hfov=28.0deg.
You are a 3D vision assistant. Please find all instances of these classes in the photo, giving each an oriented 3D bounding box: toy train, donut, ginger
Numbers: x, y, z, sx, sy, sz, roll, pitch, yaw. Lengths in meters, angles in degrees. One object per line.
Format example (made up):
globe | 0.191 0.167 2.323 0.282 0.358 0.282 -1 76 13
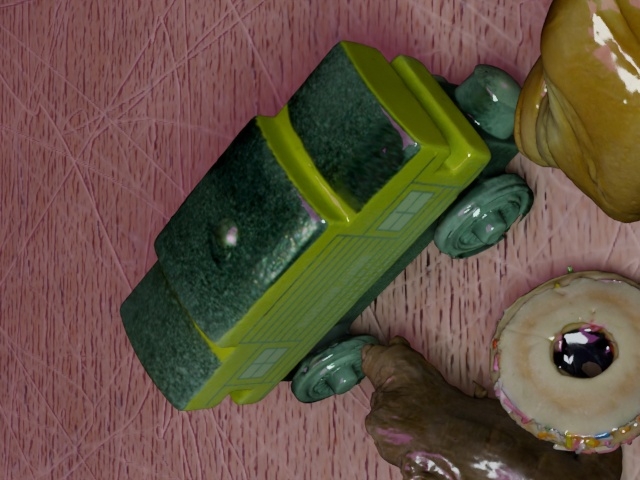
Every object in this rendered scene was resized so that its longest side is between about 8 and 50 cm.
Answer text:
toy train | 0.000 0.000 1.207 0.442 0.272 0.179 -48 60 28
donut | 0.232 0.107 1.115 0.174 0.068 0.175 -9 57 14
donut | 0.290 -0.186 0.948 0.170 0.360 0.360 39 114 14
ginger | 0.162 0.189 1.145 0.333 0.166 0.080 26 148 22
